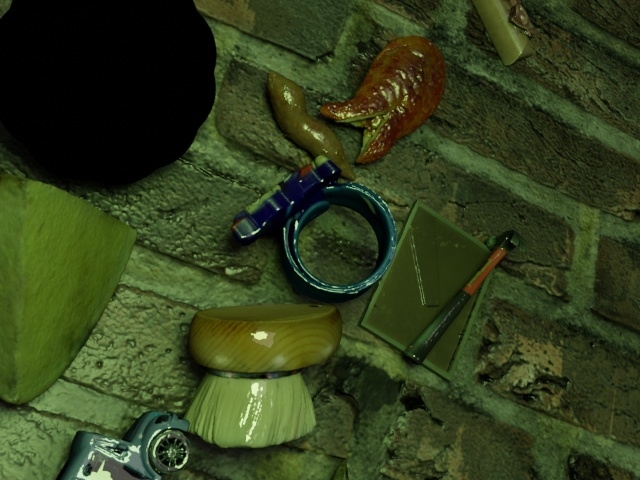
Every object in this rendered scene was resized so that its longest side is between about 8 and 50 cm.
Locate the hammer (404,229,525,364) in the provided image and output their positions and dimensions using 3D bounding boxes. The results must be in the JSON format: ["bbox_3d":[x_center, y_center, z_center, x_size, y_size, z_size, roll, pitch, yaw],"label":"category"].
[{"bbox_3d":[0.230,0.086,1.270,0.033,0.111,0.288,46,71,-7],"label":"hammer"}]

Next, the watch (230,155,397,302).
[{"bbox_3d":[0.005,-0.004,1.156,0.196,0.171,0.200,-41,86,-4],"label":"watch"}]

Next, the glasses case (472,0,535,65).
[{"bbox_3d":[0.362,-0.438,1.504,0.102,0.070,0.194,-23,85,-29],"label":"glasses case"}]

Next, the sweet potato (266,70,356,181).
[{"bbox_3d":[-0.020,-0.174,1.261,0.218,0.065,0.051,51,29,-14],"label":"sweet potato"}]

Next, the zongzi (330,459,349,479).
[{"bbox_3d":[-0.057,0.443,1.037,0.286,0.138,0.300,1,61,-16],"label":"zongzi"}]

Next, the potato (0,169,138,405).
[{"bbox_3d":[-0.362,0.062,0.964,0.112,0.269,0.255,15,82,18],"label":"potato"}]

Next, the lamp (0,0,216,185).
[{"bbox_3d":[-0.288,-0.227,1.054,0.305,0.239,0.306,-23,127,-35],"label":"lamp"}]

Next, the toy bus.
[{"bbox_3d":[-0.274,0.328,0.961,0.133,0.125,0.292,33,66,-12],"label":"toy bus"}]

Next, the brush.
[{"bbox_3d":[-0.060,0.175,1.095,0.266,0.174,0.166,-4,95,-49],"label":"brush"}]

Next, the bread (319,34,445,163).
[{"bbox_3d":[0.123,-0.242,1.323,0.139,0.095,0.269,47,57,-8],"label":"bread"}]

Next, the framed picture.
[{"bbox_3d":[0.183,0.079,1.303,0.184,0.016,0.250,32,64,-13],"label":"framed picture"}]
